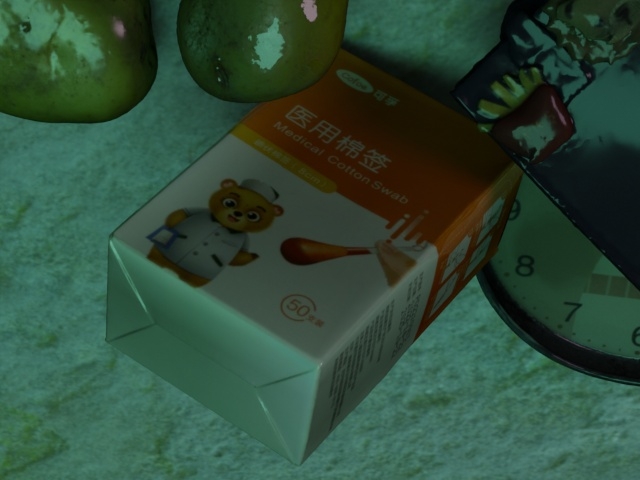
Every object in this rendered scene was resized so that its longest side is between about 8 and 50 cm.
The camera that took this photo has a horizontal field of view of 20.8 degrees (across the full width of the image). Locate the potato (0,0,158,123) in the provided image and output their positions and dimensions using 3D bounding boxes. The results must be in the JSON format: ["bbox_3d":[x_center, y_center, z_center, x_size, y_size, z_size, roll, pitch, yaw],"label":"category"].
[{"bbox_3d":[-0.264,-0.200,1.577,0.228,0.148,0.197,1,142,11],"label":"potato"}]

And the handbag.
[{"bbox_3d":[0.313,-0.132,1.471,0.329,0.122,0.303,44,104,-6],"label":"handbag"}]

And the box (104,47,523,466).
[{"bbox_3d":[0.000,0.000,1.537,0.225,0.341,0.143,31,141,18],"label":"box"}]

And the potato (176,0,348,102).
[{"bbox_3d":[-0.050,-0.222,1.525,0.157,0.157,0.194,6,120,5],"label":"potato"}]

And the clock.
[{"bbox_3d":[0.328,-0.015,1.672,0.386,0.076,0.386,5,130,6],"label":"clock"}]
